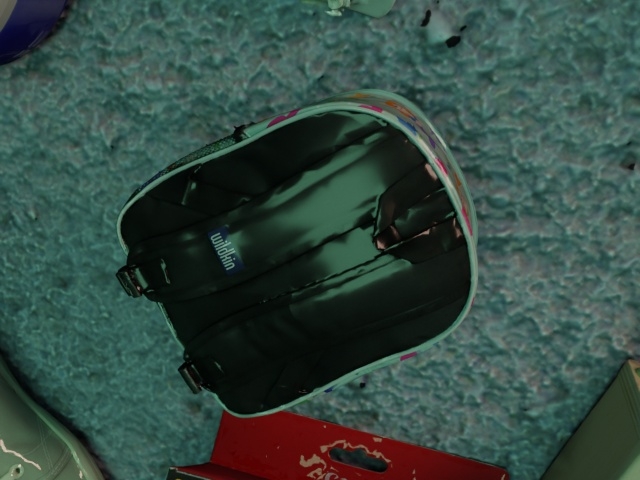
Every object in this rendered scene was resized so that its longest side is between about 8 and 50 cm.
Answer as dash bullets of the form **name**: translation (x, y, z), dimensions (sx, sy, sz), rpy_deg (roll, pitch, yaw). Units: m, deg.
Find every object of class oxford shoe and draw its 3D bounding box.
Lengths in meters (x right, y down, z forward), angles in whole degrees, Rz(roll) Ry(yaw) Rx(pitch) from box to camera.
- **oxford shoe**: translation (-0.372, 0.217, 0.734), dimensions (0.169, 0.130, 0.449), rpy_deg (-29, 97, 15)

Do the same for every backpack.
- **backpack**: translation (0.000, 0.000, 0.565), dimensions (0.254, 0.191, 0.225), rpy_deg (-24, 100, 24)

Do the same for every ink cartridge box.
- **ink cartridge box**: translation (0.005, 0.304, 0.615), dimensions (0.310, 0.130, 0.271), rpy_deg (12, 76, 9)

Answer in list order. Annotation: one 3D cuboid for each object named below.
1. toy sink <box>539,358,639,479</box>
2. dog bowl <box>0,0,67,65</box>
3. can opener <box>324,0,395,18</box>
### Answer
- **toy sink**: translation (0.307, 0.201, 0.581), dimensions (0.153, 0.131, 0.234), rpy_deg (27, 112, 5)
- **dog bowl**: translation (-0.354, -0.283, 0.608), dimensions (0.265, 0.104, 0.264), rpy_deg (4, 106, 15)
- **can opener**: translation (-0.058, -0.260, 0.588), dimensions (0.280, 0.074, 0.093), rpy_deg (17, 72, 6)
